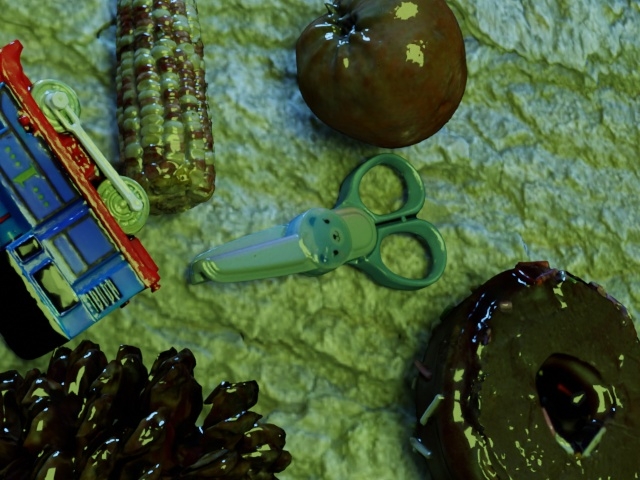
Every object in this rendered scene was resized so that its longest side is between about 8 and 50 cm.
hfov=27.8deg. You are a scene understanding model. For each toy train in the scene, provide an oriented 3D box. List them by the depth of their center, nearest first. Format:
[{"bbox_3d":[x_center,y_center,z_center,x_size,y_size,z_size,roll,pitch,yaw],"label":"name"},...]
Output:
[{"bbox_3d":[-0.206,-0.028,0.930,0.131,0.082,0.204,-37,97,-34],"label":"toy train"}]

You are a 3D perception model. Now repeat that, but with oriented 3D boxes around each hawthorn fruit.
[{"bbox_3d":[0.073,-0.147,1.113,0.189,0.149,0.149,18,66,-24],"label":"hawthorn fruit"}]

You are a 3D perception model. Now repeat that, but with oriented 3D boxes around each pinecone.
[{"bbox_3d":[-0.137,0.159,0.848,0.221,0.221,0.221,11,70,-31],"label":"pinecone"}]

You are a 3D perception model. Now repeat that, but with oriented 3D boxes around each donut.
[{"bbox_3d":[0.192,0.151,1.127,0.269,0.103,0.270,11,70,-33],"label":"donut"}]

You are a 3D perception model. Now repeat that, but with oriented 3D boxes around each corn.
[{"bbox_3d":[-0.125,-0.137,1.026,0.079,0.079,0.237,7,69,-32],"label":"corn"}]

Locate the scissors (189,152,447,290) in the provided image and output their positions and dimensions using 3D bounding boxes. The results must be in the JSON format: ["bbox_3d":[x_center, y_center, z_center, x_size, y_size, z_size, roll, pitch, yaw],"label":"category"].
[{"bbox_3d":[0.000,0.000,1.089,0.256,0.030,0.125,-13,82,-38],"label":"scissors"}]
